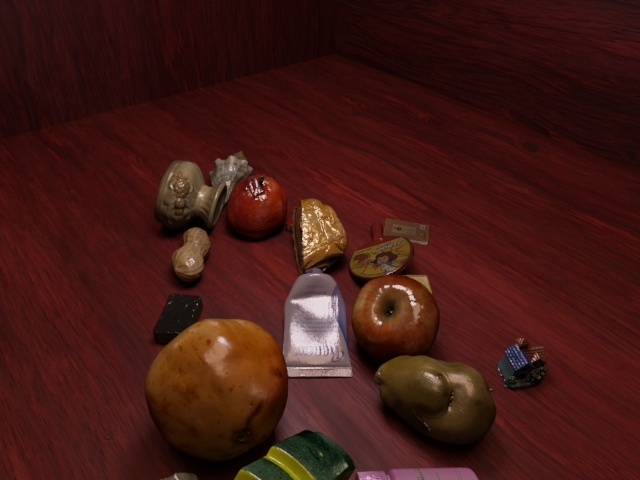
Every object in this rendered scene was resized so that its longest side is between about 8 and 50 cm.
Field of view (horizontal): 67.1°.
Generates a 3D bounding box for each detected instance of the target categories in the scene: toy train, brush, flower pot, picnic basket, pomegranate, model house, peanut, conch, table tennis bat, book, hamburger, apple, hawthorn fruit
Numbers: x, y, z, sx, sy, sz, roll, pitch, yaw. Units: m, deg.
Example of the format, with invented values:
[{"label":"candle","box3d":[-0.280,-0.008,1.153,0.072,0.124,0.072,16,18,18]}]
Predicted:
[{"label":"toy train","box3d":[-0.078,0.551,1.006,0.179,0.273,0.442,33,4,24]},{"label":"brush","box3d":[-0.495,0.270,1.682,0.123,0.059,0.197,3,38,4]},{"label":"flower pot","box3d":[-0.549,-0.182,2.079,0.243,0.308,0.308,16,39,-4]},{"label":"picnic basket","box3d":[0.330,0.194,1.804,0.164,0.080,0.115,2,38,-1]},{"label":"pomegranate","box3d":[-0.289,0.383,1.324,0.409,0.411,0.410,1,39,-1]},{"label":"model house","box3d":[0.654,0.378,1.536,0.148,0.149,0.120,-5,40,-6]},{"label":"peanut","box3d":[-0.512,0.049,1.913,0.136,0.120,0.299,6,36,-3]},{"label":"conch","box3d":[-0.454,-0.324,2.352,0.203,0.170,0.386,-10,30,27]},{"label":"table tennis bat","box3d":[0.242,0.042,1.962,0.267,0.051,0.415,-18,27,12]},{"label":"book","box3d":[0.382,-0.041,2.151,0.198,0.016,0.139,10,39,9]},{"label":"hamburger","box3d":[0.003,-0.001,1.948,0.208,0.162,0.330,2,60,-14]},{"label":"apple","box3d":[0.250,0.262,1.595,0.301,0.302,0.302,1,39,-1]},{"label":"hawthorn fruit","box3d":[-0.264,-0.172,2.063,0.275,0.308,0.276,9,46,-10]}]

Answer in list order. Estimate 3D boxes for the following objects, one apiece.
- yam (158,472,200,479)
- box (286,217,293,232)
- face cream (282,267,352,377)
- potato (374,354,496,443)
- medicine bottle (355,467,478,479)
[{"label":"yam","box3d":[-0.292,0.692,1.035,0.240,0.241,0.348,-22,42,-27]},{"label":"box","box3d":[-0.050,-0.059,2.126,0.175,0.048,0.112,22,42,23]},{"label":"face cream","box3d":[-0.018,0.280,1.679,0.234,0.137,0.421,1,50,-4]},{"label":"potato","box3d":[0.325,0.447,1.395,0.350,0.219,0.202,12,1,17]},{"label":"medicine bottle","box3d":[0.232,0.644,1.157,0.290,0.178,0.178,0,39,-3]}]
